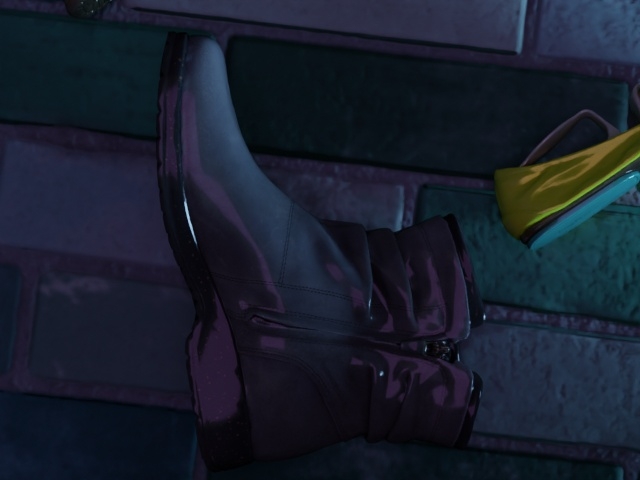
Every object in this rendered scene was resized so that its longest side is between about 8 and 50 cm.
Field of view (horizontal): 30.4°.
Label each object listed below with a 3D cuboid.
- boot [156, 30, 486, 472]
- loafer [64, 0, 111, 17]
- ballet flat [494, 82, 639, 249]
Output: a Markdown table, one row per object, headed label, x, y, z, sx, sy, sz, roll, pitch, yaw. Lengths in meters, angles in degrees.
| label | x | y | z | sx | sy | sz | roll | pitch | yaw |
| --- | --- | --- | --- | --- | --- | --- | --- | --- | --- |
| boot | 0.000 | 0.000 | 0.888 | 0.223 | 0.118 | 0.338 | -9 | 99 | -2 |
| loafer | -0.163 | -0.240 | 0.921 | 0.050 | 0.056 | 0.148 | 31 | 79 | 3 |
| ballet flat | 0.236 | -0.075 | 0.896 | 0.231 | 0.077 | 0.077 | -27 | 71 | 2 |
